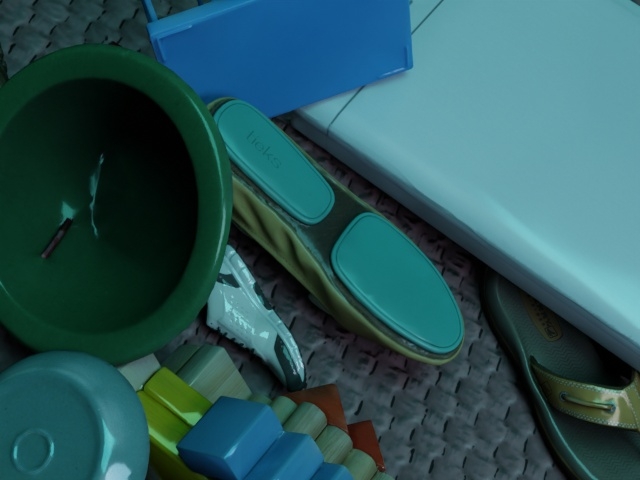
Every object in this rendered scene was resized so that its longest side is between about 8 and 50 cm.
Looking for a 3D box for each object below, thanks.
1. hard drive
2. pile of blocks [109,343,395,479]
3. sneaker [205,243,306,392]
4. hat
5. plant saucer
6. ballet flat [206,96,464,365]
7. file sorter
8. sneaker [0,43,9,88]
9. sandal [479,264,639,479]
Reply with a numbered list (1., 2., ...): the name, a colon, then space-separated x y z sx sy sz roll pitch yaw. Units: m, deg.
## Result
1. hard drive: 0.188 -0.071 0.889 0.353 0.047 0.233 36 69 14
2. pile of blocks: 0.026 0.152 0.709 0.362 0.149 0.113 40 56 3
3. sneaker: -0.048 0.057 0.804 0.043 0.040 0.109 -32 73 -15
4. hat: -0.104 -0.032 0.778 0.173 0.183 0.209 4 91 17
5. plant saucer: -0.151 0.115 0.666 0.119 0.021 0.119 -6 70 16
6. ballet flat: 0.000 0.000 0.831 0.232 0.073 0.080 46 52 0
7. file sorter: -0.037 -0.162 0.844 0.170 0.118 0.104 -20 58 -6
8. sneaker: -0.237 -0.142 0.817 0.071 0.066 0.188 -32 78 -33
9. sandal: 0.189 0.093 0.858 0.090 0.060 0.219 -16 70 -28
